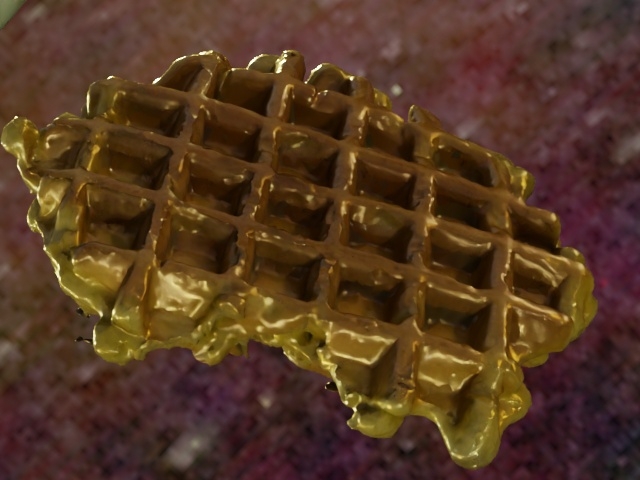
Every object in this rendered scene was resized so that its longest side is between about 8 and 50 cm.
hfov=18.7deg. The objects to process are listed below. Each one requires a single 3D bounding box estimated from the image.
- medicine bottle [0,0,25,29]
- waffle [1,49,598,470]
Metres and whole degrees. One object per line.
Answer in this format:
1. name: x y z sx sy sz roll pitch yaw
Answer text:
1. medicine bottle: -0.196 -0.096 0.753 0.229 0.121 0.083 -33 21 50
2. waffle: -0.008 -0.005 1.003 0.281 0.301 0.058 -42 -24 -47
